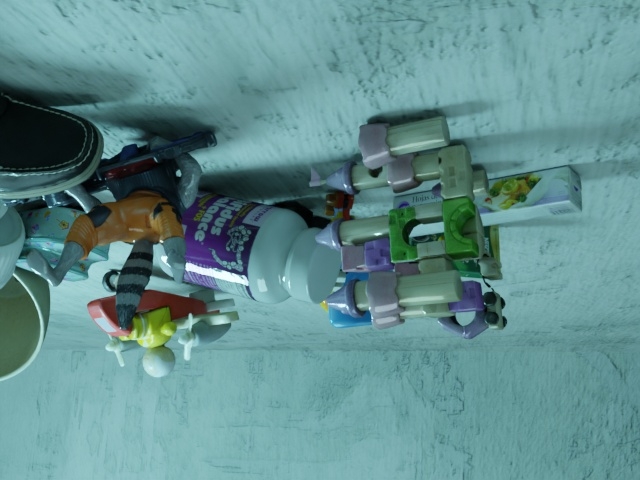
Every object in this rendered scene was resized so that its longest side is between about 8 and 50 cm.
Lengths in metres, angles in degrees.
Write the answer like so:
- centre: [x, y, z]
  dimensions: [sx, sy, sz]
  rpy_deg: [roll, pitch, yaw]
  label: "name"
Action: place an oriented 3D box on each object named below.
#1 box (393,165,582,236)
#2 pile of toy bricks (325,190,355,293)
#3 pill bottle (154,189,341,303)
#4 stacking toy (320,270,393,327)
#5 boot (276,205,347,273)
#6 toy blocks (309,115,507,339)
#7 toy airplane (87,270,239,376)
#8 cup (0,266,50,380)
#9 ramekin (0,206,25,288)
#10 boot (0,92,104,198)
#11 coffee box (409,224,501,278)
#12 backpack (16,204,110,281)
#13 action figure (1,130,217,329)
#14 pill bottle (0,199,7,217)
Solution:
- centre: [0.279, -0.062, 1.307]
  dimensions: [0.324, 0.063, 0.067]
  rpy_deg: [-9, 159, 35]
  label: "box"
- centre: [0.000, 0.000, 1.401]
  dimensions: [0.105, 0.118, 0.212]
  rpy_deg: [3, 141, -7]
  label: "pile of toy bricks"
- centre: [-0.123, 0.015, 1.324]
  dimensions: [0.302, 0.169, 0.169]
  rpy_deg: [13, 169, 25]
  label: "pill bottle"
- centre: [0.038, 0.117, 1.855]
  dimensions: [0.175, 0.165, 0.302]
  rpy_deg: [-3, 179, -26]
  label: "stacking toy"
- centre: [-0.104, 0.015, 1.575]
  dimensions: [0.281, 0.096, 0.264]
  rpy_deg: [-7, 162, 33]
  label: "boot"
- centre: [0.113, 0.002, 1.171]
  dimensions: [0.260, 0.288, 0.309]
  rpy_deg: [-9, 163, 25]
  label: "toy blocks"
- centre: [-0.414, 0.238, 2.071]
  dimensions: [0.385, 0.272, 0.386]
  rpy_deg: [3, 163, -5]
  label: "toy airplane"
- centre: [-0.728, 0.104, 1.642]
  dimensions: [0.331, 0.331, 0.237]
  rpy_deg: [3, -152, -2]
  label: "cup"
- centre: [-0.642, -0.010, 1.385]
  dimensions: [0.207, 0.207, 0.109]
  rpy_deg: [17, 125, -41]
  label: "ramekin"
- centre: [-0.483, -0.169, 0.936]
  dimensions: [0.378, 0.138, 0.284]
  rpy_deg: [10, 164, -1]
  label: "boot"
- centre: [0.260, 0.013, 1.487]
  dimensions: [0.184, 0.113, 0.040]
  rpy_deg: [7, 160, -9]
  label: "coffee box"
- centre: [-0.509, 0.002, 1.511]
  dimensions: [0.188, 0.144, 0.166]
  rpy_deg: [-14, 152, 39]
  label: "backpack"
- centre: [-0.305, -0.028, 1.114]
  dimensions: [0.342, 0.330, 0.178]
  rpy_deg: [-12, 118, 10]
  label: "action figure"
- centre: [-0.592, -0.092, 1.252]
  dimensions: [0.108, 0.108, 0.193]
  rpy_deg: [2, 164, 2]
  label: "pill bottle"
